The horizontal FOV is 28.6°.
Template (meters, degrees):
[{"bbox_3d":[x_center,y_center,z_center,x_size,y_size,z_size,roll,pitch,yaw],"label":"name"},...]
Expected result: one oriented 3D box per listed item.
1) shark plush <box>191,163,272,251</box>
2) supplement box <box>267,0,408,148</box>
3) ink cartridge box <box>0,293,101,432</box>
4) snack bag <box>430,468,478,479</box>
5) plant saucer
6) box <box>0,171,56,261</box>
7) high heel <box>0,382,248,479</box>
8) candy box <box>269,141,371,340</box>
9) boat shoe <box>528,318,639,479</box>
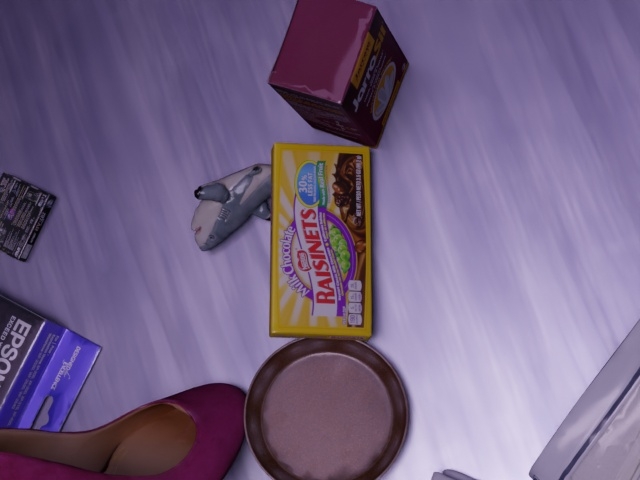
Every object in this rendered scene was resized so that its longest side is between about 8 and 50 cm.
[{"bbox_3d":[-0.067,-0.048,1.357,0.161,0.073,0.067,-23,96,-11],"label":"shark plush"},{"bbox_3d":[0.022,-0.171,1.267,0.080,0.188,0.104,19,86,15],"label":"supplement box"},{"bbox_3d":[-0.378,0.162,1.390,0.208,0.045,0.206,25,87,15],"label":"ink cartridge box"},{"bbox_3d":[0.207,0.397,1.134,0.342,0.037,0.323,17,60,20],"label":"snack bag"},{"bbox_3d":[0.006,0.180,1.286,0.168,0.029,0.168,-1,74,4],"label":"plant saucer"},{"bbox_3d":[-0.348,-0.027,1.424,0.067,0.018,0.083,24,88,16],"label":"box"},{"bbox_3d":[-0.191,0.183,1.169,0.127,0.377,0.181,14,120,28],"label":"high heel"},{"bbox_3d":[0.000,0.000,1.302,0.105,0.027,0.206,1,74,-6],"label":"candy box"},{"bbox_3d":[0.360,0.122,1.166,0.156,0.136,0.367,37,94,17],"label":"boat shoe"}]
